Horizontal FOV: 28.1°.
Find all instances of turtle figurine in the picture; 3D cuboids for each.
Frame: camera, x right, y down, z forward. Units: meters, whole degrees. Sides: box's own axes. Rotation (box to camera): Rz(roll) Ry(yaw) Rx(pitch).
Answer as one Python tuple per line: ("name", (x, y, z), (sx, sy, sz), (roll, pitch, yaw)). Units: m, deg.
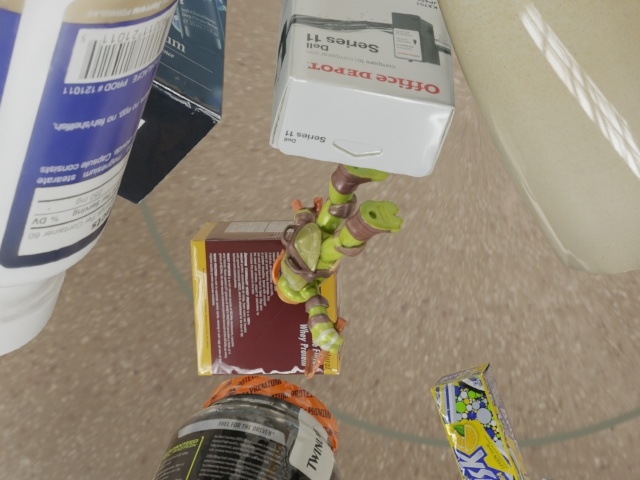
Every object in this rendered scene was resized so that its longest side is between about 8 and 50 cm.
("turtle figurine", (0.000, 0.000, 1.435), (0.087, 0.269, 0.217), (18, 133, -21))

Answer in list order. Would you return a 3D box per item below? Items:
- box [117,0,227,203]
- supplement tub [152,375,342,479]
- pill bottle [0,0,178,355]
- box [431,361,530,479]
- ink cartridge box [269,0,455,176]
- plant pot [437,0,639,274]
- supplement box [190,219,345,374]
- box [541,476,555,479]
("box", (-0.304, -0.302, 1.767), (0.293, 0.395, 0.212), (27, 130, -28))
("supplement tub", (-0.097, 0.321, 1.368), (0.207, 0.338, 0.207), (10, 134, 11))
("pill bottle", (-0.171, -0.071, 0.662), (0.153, 0.153, 0.264), (27, 125, 3))
("box", (0.172, 0.217, 1.320), (0.059, 0.054, 0.169), (-18, 93, 19))
("ink cartridge box", (0.038, -0.167, 1.171), (0.153, 0.208, 0.087), (9, 135, -8))
("plant pot", (0.215, -0.157, 1.030), (0.256, 0.256, 0.274), (-39, 110, 10))
("supplement box", (-0.068, 0.077, 1.763), (0.194, 0.129, 0.191), (-1, 102, 5))
("box", (0.448, 0.430, 1.655), (0.322, 0.232, 0.058), (20, 109, -16))
